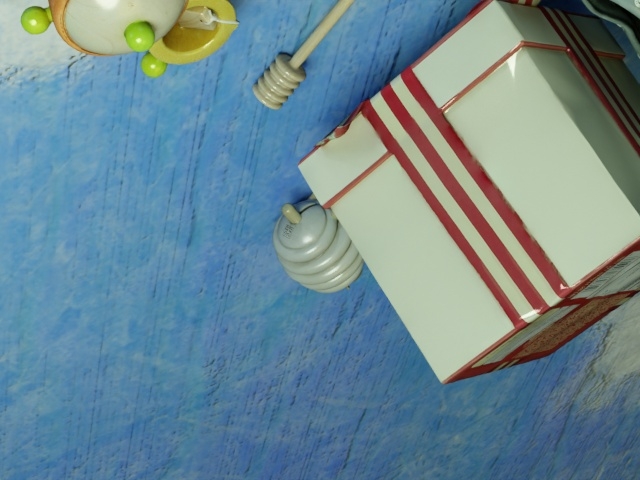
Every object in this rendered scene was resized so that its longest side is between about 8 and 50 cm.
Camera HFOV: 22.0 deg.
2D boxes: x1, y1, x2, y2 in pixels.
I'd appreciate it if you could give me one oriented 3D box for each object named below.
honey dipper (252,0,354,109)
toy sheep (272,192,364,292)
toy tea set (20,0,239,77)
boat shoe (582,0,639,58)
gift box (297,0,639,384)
[{"bbox_3d":[0.003,-0.170,1.304,0.030,0.030,0.161,10,130,-45],"label":"honey dipper"},{"bbox_3d":[0.000,0.000,1.501,0.091,0.091,0.132,-33,135,11],"label":"toy sheep"},{"bbox_3d":[-0.043,-0.220,1.099,0.336,0.124,0.200,-42,146,24],"label":"toy tea set"},{"bbox_3d":[0.307,-0.132,1.369,0.099,0.116,0.319,-50,126,-19],"label":"boat shoe"},{"bbox_3d":[0.156,-0.059,1.352,0.255,0.258,0.276,-38,162,22],"label":"gift box"}]
